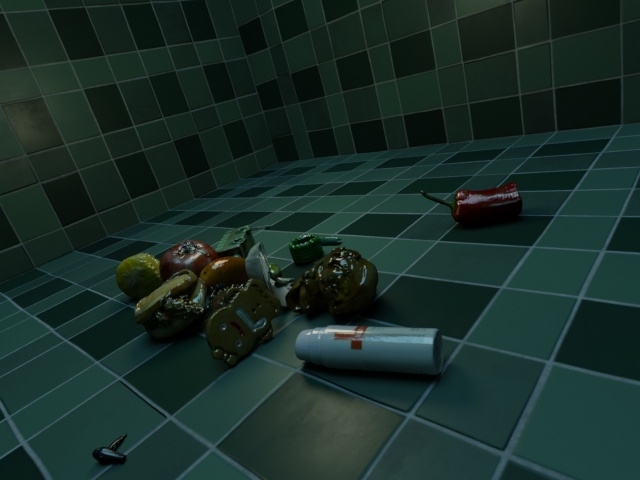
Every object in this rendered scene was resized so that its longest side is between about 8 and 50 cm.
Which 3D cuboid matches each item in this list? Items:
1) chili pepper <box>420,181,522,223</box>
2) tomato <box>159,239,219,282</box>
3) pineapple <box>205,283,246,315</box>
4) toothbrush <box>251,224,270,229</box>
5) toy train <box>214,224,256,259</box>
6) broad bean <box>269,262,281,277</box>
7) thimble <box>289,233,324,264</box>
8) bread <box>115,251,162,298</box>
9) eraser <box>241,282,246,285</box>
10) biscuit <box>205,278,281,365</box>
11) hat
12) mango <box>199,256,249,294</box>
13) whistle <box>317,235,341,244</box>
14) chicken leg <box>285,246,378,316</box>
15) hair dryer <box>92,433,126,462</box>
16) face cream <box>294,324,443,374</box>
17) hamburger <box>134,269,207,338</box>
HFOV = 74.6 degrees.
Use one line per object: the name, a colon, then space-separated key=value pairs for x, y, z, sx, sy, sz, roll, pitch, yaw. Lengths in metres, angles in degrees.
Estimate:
chili pepper: x=0.550 y=-0.123 z=1.548 sx=0.338 sy=0.131 sz=0.135 roll=-7 pitch=46 yaw=12
tomato: x=-0.507 y=0.113 z=1.643 sx=0.231 sy=0.189 sz=0.232 roll=-6 pitch=36 yaw=4
pineapple: x=-0.280 y=0.198 z=1.343 sx=0.170 sy=0.141 sz=0.310 roll=-23 pitch=14 yaw=-16
toothbrush: x=-0.349 y=-0.062 z=2.228 sx=0.194 sy=0.017 sz=0.014 roll=-6 pitch=23 yaw=25
toy train: x=-0.364 y=0.038 z=1.818 sx=0.159 sy=0.129 sz=0.326 roll=-18 pitch=19 yaw=5
broad bean: x=-0.183 y=0.117 z=1.599 sx=0.063 sy=0.045 sz=0.083 roll=-8 pitch=26 yaw=-14
thimble: x=-0.055 y=0.032 z=1.654 sx=0.130 sy=0.090 sz=0.118 roll=-15 pitch=19 yaw=2
bread: x=-0.739 y=0.145 z=1.749 sx=0.197 sy=0.197 sz=0.170 roll=-13 pitch=13 yaw=7
eraser: x=-0.244 y=0.180 z=1.493 sx=0.052 sy=0.029 sz=0.122 roll=-24 pitch=21 yaw=-20
biscuit: x=-0.215 y=0.222 z=1.163 sx=0.249 sy=0.184 sz=0.035 roll=-44 pitch=10 yaw=-35
hat: x=-0.173 y=0.141 z=1.382 sx=0.164 sy=0.219 sz=0.226 roll=-25 pitch=34 yaw=20
mango: x=-0.330 y=0.129 z=1.542 sx=0.217 sy=0.141 sz=0.102 roll=-7 pitch=1 yaw=-41
whistle: x=0.000 y=0.000 z=1.775 sx=0.186 sy=0.039 sz=0.039 roll=-1 pitch=25 yaw=33
chicken leg: x=0.024 y=0.114 z=1.309 sx=0.295 sy=0.182 sz=0.409 roll=-31 pitch=15 yaw=7
hair dryer: x=-0.448 y=0.456 z=0.931 sx=0.079 sy=0.031 sz=0.083 roll=1 pitch=16 yaw=14
face cream: x=0.097 y=0.246 z=0.962 sx=0.345 sy=0.102 sz=0.102 roll=-4 pitch=23 yaw=26
hamburger: x=-0.485 y=0.208 z=1.394 sx=0.286 sy=0.146 sz=0.243 roll=-16 pitch=29 yaw=43
